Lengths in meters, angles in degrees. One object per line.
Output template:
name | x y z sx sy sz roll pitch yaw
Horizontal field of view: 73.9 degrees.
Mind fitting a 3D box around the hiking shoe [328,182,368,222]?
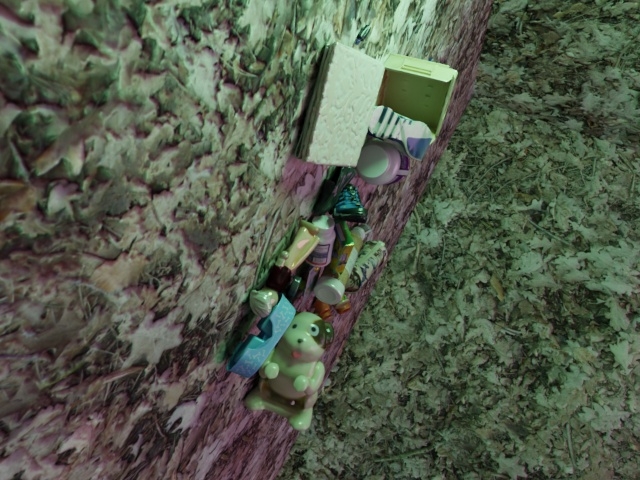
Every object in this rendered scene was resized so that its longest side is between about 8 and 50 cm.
hiking shoe | 0.093 -0.141 1.538 0.304 0.113 0.132 -141 -121 -71

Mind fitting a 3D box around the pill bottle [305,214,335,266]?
pill bottle | 0.000 0.000 1.578 0.108 0.108 0.180 -46 154 -45

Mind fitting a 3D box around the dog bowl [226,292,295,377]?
dog bowl | -0.188 0.314 1.390 0.297 0.074 0.166 -54 -170 -16

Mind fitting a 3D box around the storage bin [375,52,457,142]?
storage bin | 0.341 -0.522 1.587 0.262 0.260 0.123 94 20 -49

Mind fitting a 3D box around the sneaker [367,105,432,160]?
sneaker | 0.252 -0.417 1.555 0.315 0.182 0.127 18 108 -35

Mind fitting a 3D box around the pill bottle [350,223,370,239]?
pill bottle | 0.196 -0.036 2.128 0.137 0.078 0.078 -25 137 -63

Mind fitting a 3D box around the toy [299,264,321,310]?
toy | -0.050 0.162 1.732 0.137 0.056 0.237 -47 162 -48

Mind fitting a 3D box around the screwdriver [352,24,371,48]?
screwdriver | 0.095 -0.565 1.244 0.170 0.025 0.024 -52 161 -9

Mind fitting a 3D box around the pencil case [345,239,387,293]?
pencil case | 0.230 0.132 2.314 0.183 0.160 0.410 -51 172 35

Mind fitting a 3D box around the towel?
towel | 0.067 -0.383 1.259 0.317 0.053 0.332 -12 124 -56

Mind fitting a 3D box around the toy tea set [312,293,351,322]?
toy tea set | 0.046 0.315 2.180 0.200 0.124 0.336 -28 158 -5

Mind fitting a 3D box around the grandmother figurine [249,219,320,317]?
grandmother figurine | -0.118 0.095 1.387 0.342 0.104 0.208 -59 161 -22

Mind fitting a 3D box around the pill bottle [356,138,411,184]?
pill bottle | 0.255 -0.319 1.748 0.323 0.181 0.182 -18 131 -66

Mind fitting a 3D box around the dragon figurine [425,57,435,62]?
dragon figurine | 0.455 -0.689 1.966 0.289 0.144 0.085 -53 170 31

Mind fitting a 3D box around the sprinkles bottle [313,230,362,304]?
sprinkles bottle | 0.083 0.109 1.833 0.355 0.121 0.121 -63 166 -45

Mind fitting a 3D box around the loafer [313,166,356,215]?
loafer | 0.038 -0.189 1.510 0.078 0.076 0.223 39 83 -34

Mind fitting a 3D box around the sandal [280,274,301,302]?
sandal | -0.109 0.162 1.530 0.254 0.054 0.097 117 -6 -73

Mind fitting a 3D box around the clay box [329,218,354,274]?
clay box | 0.065 0.032 1.653 0.053 0.127 0.222 -7 145 -19

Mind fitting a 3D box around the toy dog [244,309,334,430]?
toy dog | -0.082 0.489 1.735 0.395 0.284 0.408 -33 142 -59
